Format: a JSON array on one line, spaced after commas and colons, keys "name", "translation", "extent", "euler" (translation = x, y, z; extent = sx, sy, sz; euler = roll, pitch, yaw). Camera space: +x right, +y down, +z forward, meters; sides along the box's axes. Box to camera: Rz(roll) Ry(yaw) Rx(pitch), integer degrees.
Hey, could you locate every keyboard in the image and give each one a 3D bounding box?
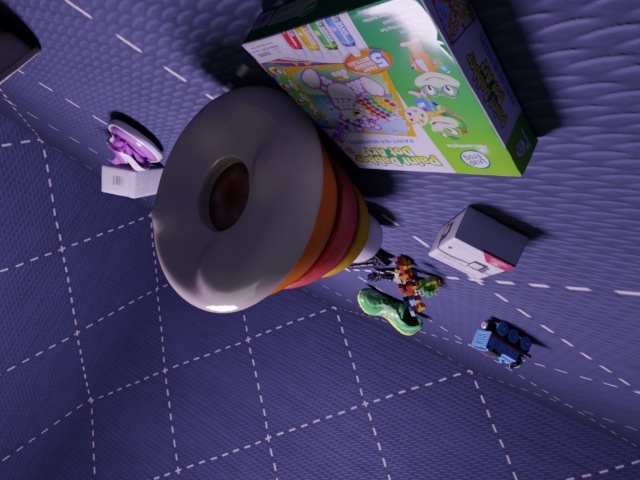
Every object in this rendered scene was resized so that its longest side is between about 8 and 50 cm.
[{"name": "keyboard", "translation": [0.132, 0.071, 1.343], "extent": [0.201, 0.033, 0.317], "euler": [36, 167, -9]}]

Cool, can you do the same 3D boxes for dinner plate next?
[{"name": "dinner plate", "translation": [0.264, 0.122, 1.345], "extent": [0.141, 0.017, 0.141], "euler": [27, 167, 7]}]

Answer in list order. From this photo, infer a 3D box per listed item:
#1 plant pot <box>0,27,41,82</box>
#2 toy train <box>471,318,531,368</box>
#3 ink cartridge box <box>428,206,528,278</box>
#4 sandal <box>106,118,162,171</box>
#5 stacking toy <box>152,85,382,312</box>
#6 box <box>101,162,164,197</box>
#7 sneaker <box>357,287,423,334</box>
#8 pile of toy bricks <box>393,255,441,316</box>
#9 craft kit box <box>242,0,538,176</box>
[{"name": "plant pot", "translation": [-0.827, -0.412, 0.892], "extent": [0.334, 0.334, 0.305], "euler": [14, 150, 48]}, {"name": "toy train", "translation": [0.539, 0.307, 1.305], "extent": [0.184, 0.105, 0.080], "euler": [31, 167, -16]}, {"name": "ink cartridge box", "translation": [0.268, 0.010, 0.770], "extent": [0.109, 0.063, 0.150], "euler": [27, 167, 4]}, {"name": "sandal", "translation": [-0.595, -0.268, 1.372], "extent": [0.169, 0.102, 0.416], "euler": [33, 168, -24]}, {"name": "stacking toy", "translation": [-0.020, -0.031, 0.822], "extent": [0.351, 0.350, 0.480], "euler": [17, 180, 40]}, {"name": "box", "translation": [-0.637, -0.210, 1.515], "extent": [0.130, 0.091, 0.170], "euler": [12, -164, 14]}, {"name": "sneaker", "translation": [0.284, 0.269, 1.763], "extent": [0.295, 0.109, 0.123], "euler": [31, 146, -10]}, {"name": "pile of toy bricks", "translation": [0.274, 0.125, 1.193], "extent": [0.105, 0.118, 0.212], "euler": [-17, 139, 13]}, {"name": "craft kit box", "translation": [0.074, -0.166, 0.492], "extent": [0.250, 0.061, 0.247], "euler": [14, 164, 49]}]
